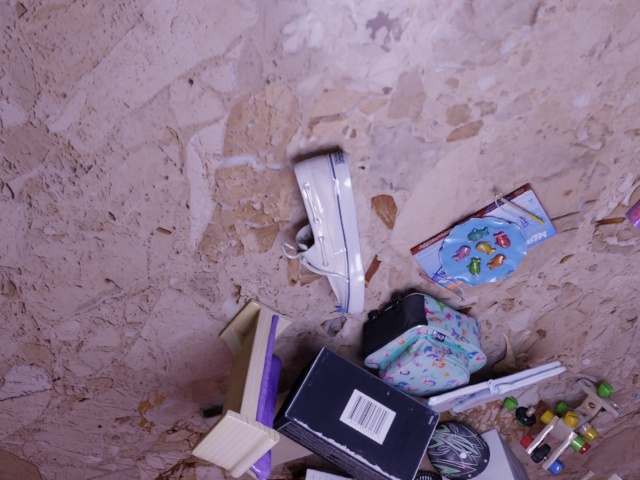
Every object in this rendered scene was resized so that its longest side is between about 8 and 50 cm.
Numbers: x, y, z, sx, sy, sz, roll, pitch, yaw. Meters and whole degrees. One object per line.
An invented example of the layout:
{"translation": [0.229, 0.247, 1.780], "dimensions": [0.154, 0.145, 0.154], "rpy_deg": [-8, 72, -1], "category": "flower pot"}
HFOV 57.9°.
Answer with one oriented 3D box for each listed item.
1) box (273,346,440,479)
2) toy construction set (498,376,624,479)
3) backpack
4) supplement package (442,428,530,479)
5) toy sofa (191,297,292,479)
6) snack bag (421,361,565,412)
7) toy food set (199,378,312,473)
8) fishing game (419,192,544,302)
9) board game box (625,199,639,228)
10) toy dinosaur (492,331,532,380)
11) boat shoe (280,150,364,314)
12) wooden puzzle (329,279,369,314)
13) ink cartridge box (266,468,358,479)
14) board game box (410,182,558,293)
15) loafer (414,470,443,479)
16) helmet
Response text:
{"translation": [0.065, 0.413, 1.328], "dimensions": [0.296, 0.182, 0.294], "rpy_deg": [31, 155, 2], "category": "box"}
{"translation": [0.683, 0.501, 1.501], "dimensions": [0.258, 0.308, 0.237], "rpy_deg": [16, 120, -25], "category": "toy construction set"}
{"translation": [0.254, 0.253, 1.346], "dimensions": [0.254, 0.191, 0.225], "rpy_deg": [20, 136, -28], "category": "backpack"}
{"translation": [0.505, 0.737, 1.713], "dimensions": [0.199, 0.198, 0.262], "rpy_deg": [-28, 123, 16], "category": "supplement package"}
{"translation": [-0.136, 0.313, 1.251], "dimensions": [0.177, 0.362, 0.150], "rpy_deg": [32, 119, -17], "category": "toy sofa"}
{"translation": [0.372, 0.382, 1.405], "dimensions": [0.343, 0.037, 0.323], "rpy_deg": [-11, 157, -13], "category": "snack bag"}
{"translation": [-0.145, 0.497, 1.571], "dimensions": [0.306, 0.092, 0.219], "rpy_deg": [-22, 114, 11], "category": "toy food set"}
{"translation": [0.350, 0.032, 1.237], "dimensions": [0.189, 0.041, 0.264], "rpy_deg": [31, 120, -21], "category": "fishing game"}
{"translation": [0.825, -0.132, 1.174], "dimensions": [0.208, 0.056, 0.346], "rpy_deg": [19, 123, -22], "category": "board game box"}
{"translation": [0.492, 0.317, 1.486], "dimensions": [0.093, 0.053, 0.183], "rpy_deg": [0, 127, -2], "category": "toy dinosaur"}
{"translation": [0.000, 0.003, 1.167], "dimensions": [0.157, 0.135, 0.366], "rpy_deg": [-8, 124, 2], "category": "boat shoe"}
{"translation": [0.067, 0.120, 1.335], "dimensions": [0.079, 0.014, 0.116], "rpy_deg": [34, 118, -20], "category": "wooden puzzle"}
{"translation": [0.000, 0.682, 1.653], "dimensions": [0.239, 0.060, 0.275], "rpy_deg": [7, 161, 19], "category": "ink cartridge box"}
{"translation": [0.353, 0.002, 1.255], "dimensions": [0.281, 0.027, 0.145], "rpy_deg": [-31, 121, 18], "category": "board game box"}
{"translation": [0.280, 0.758, 1.802], "dimensions": [0.220, 0.080, 0.078], "rpy_deg": [10, 158, -12], "category": "loafer"}
{"translation": [0.381, 0.587, 1.610], "dimensions": [0.170, 0.169, 0.161], "rpy_deg": [-7, 146, 1], "category": "helmet"}
